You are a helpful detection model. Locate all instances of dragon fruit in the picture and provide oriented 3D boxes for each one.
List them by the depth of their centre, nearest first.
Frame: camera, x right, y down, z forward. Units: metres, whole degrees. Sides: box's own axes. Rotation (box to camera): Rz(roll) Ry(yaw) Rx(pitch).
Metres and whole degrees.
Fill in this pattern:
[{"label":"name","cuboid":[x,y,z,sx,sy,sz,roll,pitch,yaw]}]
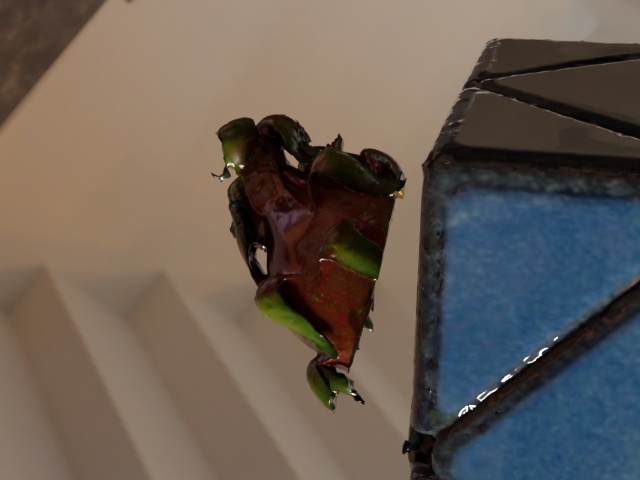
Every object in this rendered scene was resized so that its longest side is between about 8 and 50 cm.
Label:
[{"label":"dragon fruit","cuboid":[0.000,0.000,0.930,0.175,0.142,0.138,41,141,12]}]

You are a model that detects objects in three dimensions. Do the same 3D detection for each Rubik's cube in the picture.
[{"label":"Rubik's cube","cuboid":[0.143,0.046,0.550,0.205,0.205,0.207,5,-160,9]}]
